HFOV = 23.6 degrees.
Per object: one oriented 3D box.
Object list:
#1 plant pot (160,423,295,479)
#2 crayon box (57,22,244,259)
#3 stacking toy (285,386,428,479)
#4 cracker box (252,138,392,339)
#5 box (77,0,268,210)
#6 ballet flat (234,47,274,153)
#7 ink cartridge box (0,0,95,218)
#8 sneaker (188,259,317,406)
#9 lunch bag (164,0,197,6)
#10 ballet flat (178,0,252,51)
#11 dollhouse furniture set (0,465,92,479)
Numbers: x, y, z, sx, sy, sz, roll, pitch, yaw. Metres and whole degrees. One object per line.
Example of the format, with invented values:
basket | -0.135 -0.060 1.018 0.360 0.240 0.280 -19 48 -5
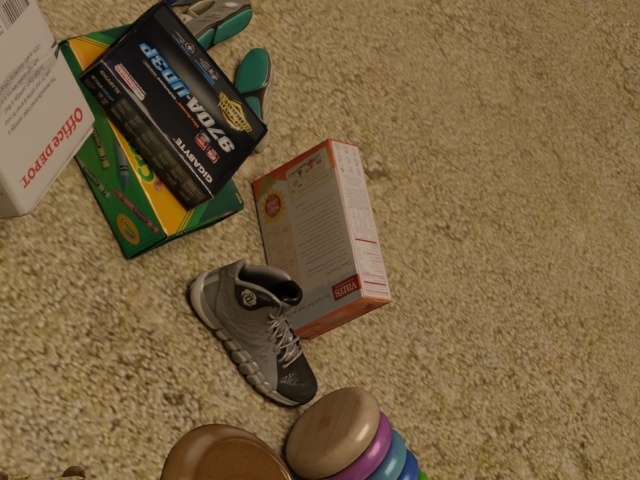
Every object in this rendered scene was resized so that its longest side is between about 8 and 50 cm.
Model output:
plant pot | -0.095 0.332 1.864 0.236 0.032 0.236 26 51 -37
crayon box | -0.230 -0.131 1.951 0.165 0.081 0.278 -26 88 -53
stacking toy | 0.103 0.344 2.017 0.330 0.141 0.141 49 39 -26
cracker box | 0.000 0.000 2.074 0.067 0.156 0.232 11 60 -46
box | -0.181 -0.171 1.922 0.220 0.051 0.175 51 39 -14
ballet flat | -0.093 -0.197 2.184 0.052 0.057 0.168 59 31 -53
ink cartridge box | -0.387 -0.183 1.709 0.273 0.114 0.197 66 32 -31
sneaker | -0.055 0.115 1.960 0.228 0.132 0.086 47 40 -18
lunch bag | -0.153 -0.401 2.165 0.096 0.129 0.151 45 43 -19
ballet flat | -0.171 -0.295 2.146 0.068 0.072 0.213 34 37 9
dollhouse furniture set | -0.286 0.272 1.578 0.182 0.161 0.101 5 64 -48
